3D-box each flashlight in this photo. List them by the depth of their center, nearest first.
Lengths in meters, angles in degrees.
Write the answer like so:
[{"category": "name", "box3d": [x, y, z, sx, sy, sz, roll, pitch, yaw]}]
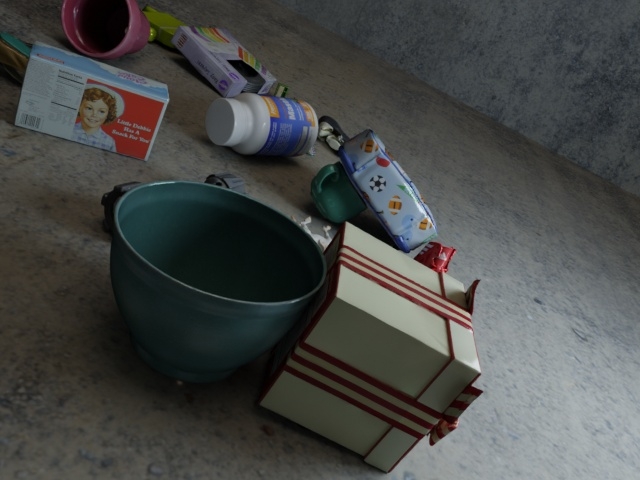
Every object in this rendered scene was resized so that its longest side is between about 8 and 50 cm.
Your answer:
[{"category": "flashlight", "box3d": [-0.256, -0.074, 1.163, 0.103, 0.103, 0.304, 35, 29, 19]}]

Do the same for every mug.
[{"category": "mug", "box3d": [0.029, -0.115, 1.456, 0.158, 0.097, 0.129, 54, 10, -25]}]

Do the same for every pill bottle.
[{"category": "pill bottle", "box3d": [-0.147, -0.290, 1.576, 0.272, 0.152, 0.152, -6, 43, -49]}]

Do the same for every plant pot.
[{"category": "plant pot", "box3d": [-0.162, 0.072, 0.887, 0.293, 0.196, 0.293, 19, 26, -10]}, {"category": "plant pot", "box3d": [-0.552, -0.577, 1.673, 0.201, 0.201, 0.180, 31, 12, 5]}]

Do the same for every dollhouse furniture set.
[{"category": "dollhouse furniture set", "box3d": [-0.114, -0.430, 1.949, 0.076, 0.059, 0.152, 18, 29, -19]}]

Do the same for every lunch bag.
[{"category": "lunch bag", "box3d": [0.154, -0.111, 1.464, 0.303, 0.115, 0.243, 57, 6, -10]}]

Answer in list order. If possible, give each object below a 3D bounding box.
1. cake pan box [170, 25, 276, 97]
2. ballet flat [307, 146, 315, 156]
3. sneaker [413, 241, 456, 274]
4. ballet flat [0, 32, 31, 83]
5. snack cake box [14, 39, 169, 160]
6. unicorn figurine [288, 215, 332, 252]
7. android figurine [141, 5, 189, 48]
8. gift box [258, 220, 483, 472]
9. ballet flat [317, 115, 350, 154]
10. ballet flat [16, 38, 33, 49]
[{"category": "cake pan box", "box3d": [-0.291, -0.548, 1.937, 0.267, 0.070, 0.245, 47, 32, 10]}, {"category": "ballet flat", "box3d": [-0.048, -0.284, 1.781, 0.041, 0.041, 0.114, -3, 41, -46]}, {"category": "sneaker", "box3d": [0.236, 0.077, 1.328, 0.087, 0.128, 0.221, 18, 28, -19]}, {"category": "ballet flat", "box3d": [-0.603, -0.357, 1.360, 0.232, 0.073, 0.080, 34, 18, -4]}, {"category": "snack cake box", "box3d": [-0.457, -0.276, 1.265, 0.264, 0.152, 0.089, 15, 30, -26]}, {"category": "unicorn figurine", "box3d": [0.000, 0.000, 1.331, 0.161, 0.060, 0.111, 7, 31, -5]}, {"category": "android figurine", "box3d": [-0.492, -0.675, 2.021, 0.272, 0.056, 0.248, 34, 27, 12]}, {"category": "gift box", "box3d": [0.092, 0.148, 0.914, 0.258, 0.276, 0.255, 30, 31, -10]}, {"category": "ballet flat", "box3d": [0.035, -0.312, 1.878, 0.074, 0.074, 0.203, -1, 42, -44]}, {"category": "ballet flat", "box3d": [-0.638, -0.421, 1.464, 0.084, 0.058, 0.249, 21, 12, 38]}]
